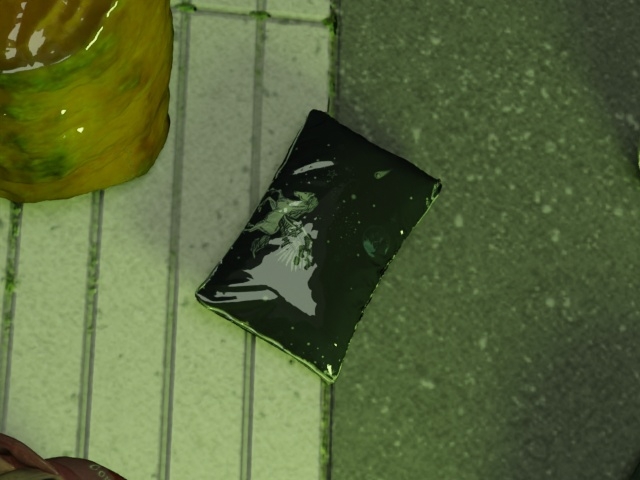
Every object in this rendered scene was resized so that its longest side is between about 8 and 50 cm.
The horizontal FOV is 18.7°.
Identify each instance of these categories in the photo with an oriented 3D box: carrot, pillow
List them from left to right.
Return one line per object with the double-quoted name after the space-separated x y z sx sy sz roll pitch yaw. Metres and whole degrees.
-0.235 -0.190 1.520 0.241 0.340 0.241 0 59 1 "carrot"
0.000 0.000 1.631 0.141 0.055 0.208 32 70 -9 "pillow"

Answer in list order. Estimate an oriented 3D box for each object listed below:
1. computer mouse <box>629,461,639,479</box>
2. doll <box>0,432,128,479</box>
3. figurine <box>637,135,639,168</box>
0.322 0.310 1.563 0.188 0.122 0.371 19 73 -4 "computer mouse"
-0.239 0.259 1.445 0.256 0.152 0.196 -40 97 -25 "doll"
0.369 -0.096 1.714 0.132 0.132 0.153 41 56 4 "figurine"
